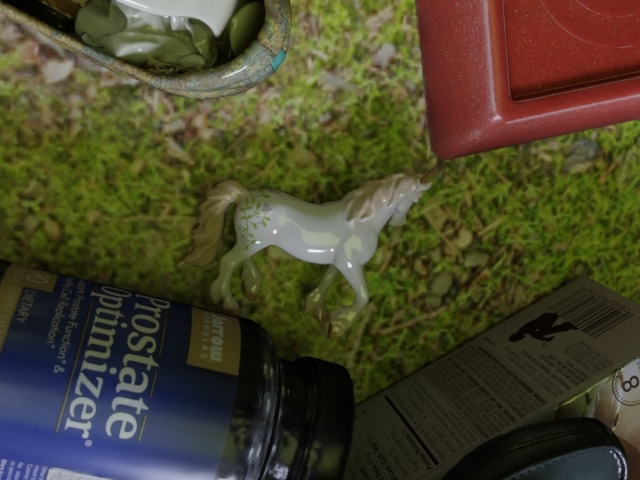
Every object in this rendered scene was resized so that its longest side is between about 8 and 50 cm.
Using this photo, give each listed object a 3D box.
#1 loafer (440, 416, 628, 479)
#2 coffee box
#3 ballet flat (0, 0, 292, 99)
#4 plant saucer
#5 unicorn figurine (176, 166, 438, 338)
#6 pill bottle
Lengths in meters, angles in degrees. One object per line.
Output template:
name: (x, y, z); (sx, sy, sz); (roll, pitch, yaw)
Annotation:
loafer: (0.077, 0.173, 0.420); (0.223, 0.078, 0.076); (-28, 108, -7)
coffee box: (0.115, 0.178, 0.537); (0.297, 0.119, 0.168); (-29, 111, -6)
ballet flat: (-0.164, -0.170, 0.359); (0.349, 0.123, 0.123); (26, 97, -21)
plant saucer: (0.185, -0.196, 0.489); (0.259, 0.048, 0.258); (-13, 108, -12)
unicorn figurine: (0.000, 0.000, 0.485); (0.162, 0.060, 0.111); (9, 107, -21)
pill bottle: (-0.098, 0.093, 0.443); (0.219, 0.123, 0.122); (15, 101, -16)
